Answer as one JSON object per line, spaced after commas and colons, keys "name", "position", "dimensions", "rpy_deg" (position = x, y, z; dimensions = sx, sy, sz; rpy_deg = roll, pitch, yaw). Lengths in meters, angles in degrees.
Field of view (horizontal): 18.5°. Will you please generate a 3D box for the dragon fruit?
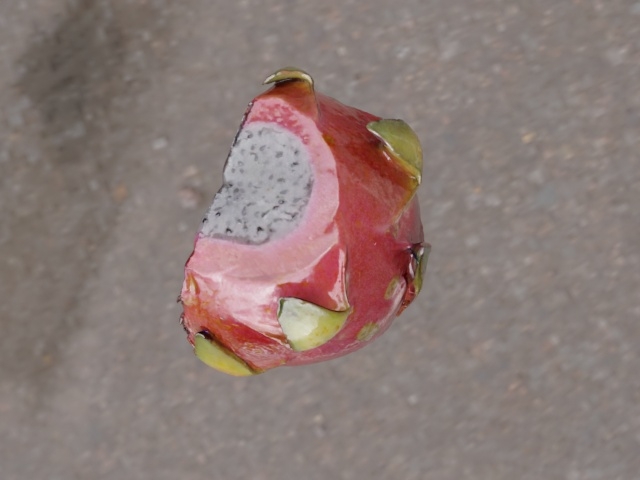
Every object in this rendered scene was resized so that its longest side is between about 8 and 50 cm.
{"name": "dragon fruit", "position": [0.000, 0.000, 0.532], "dimensions": [0.060, 0.056, 0.083], "rpy_deg": [23, 81, 5]}
